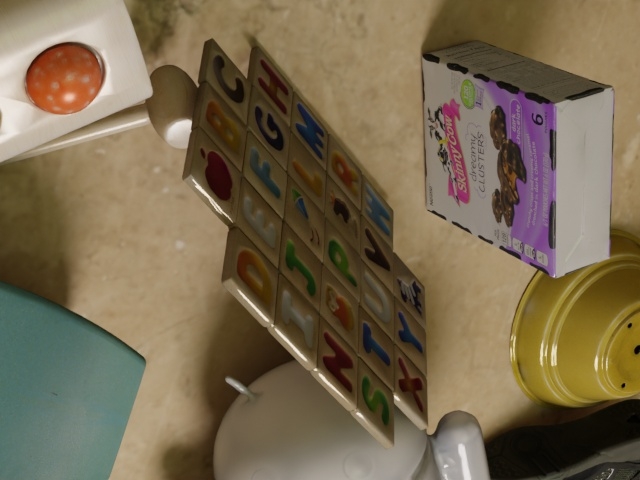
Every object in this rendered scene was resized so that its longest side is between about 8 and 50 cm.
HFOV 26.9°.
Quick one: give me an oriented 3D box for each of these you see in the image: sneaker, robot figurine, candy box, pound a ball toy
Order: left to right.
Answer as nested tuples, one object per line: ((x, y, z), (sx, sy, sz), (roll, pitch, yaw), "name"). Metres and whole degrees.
((-0.238, -0.090, 0.968), (0.319, 0.136, 0.208), (-24, 138, -11), "pound a ball toy")
((0.016, 0.254, 1.254), (0.300, 0.200, 0.353), (-19, 120, -7), "robot figurine")
((0.176, -0.079, 1.221), (0.070, 0.196, 0.165), (-18, 117, -26), "candy box")
((0.274, 0.262, 1.487), (0.227, 0.087, 0.130), (-13, 128, -17), "sneaker")

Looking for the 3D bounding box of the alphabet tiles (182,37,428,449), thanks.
((0.000, 0.000, 1.119), (0.011, 0.285, 0.342), (-24, 128, 24), "alphabet tiles")

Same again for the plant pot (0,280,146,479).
((-0.268, 0.105, 1.026), (0.234, 0.166, 0.165), (22, 84, -39), "plant pot")

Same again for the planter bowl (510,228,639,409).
((0.319, 0.103, 1.452), (0.217, 0.090, 0.217), (-12, 114, -28), "planter bowl")
